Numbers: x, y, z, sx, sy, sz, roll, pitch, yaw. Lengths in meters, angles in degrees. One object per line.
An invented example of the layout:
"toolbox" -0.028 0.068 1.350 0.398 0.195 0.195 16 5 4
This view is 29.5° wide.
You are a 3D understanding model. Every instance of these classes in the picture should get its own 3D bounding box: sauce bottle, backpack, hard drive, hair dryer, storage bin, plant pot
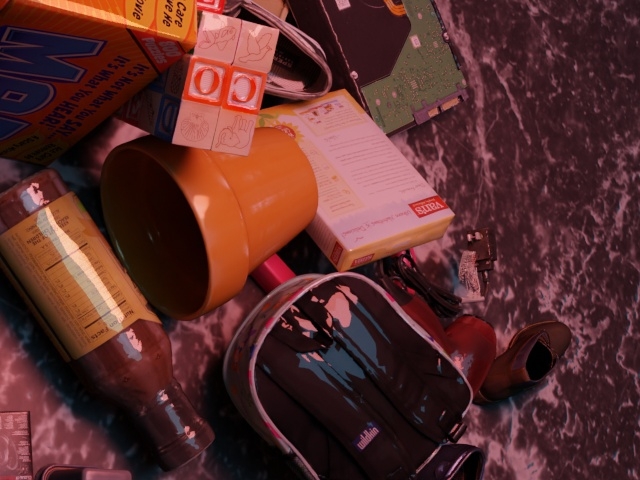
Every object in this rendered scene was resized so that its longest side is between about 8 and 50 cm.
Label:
"sauce bottle" -0.236 0.090 1.301 0.111 0.111 0.344 -38 100 -39
"backpack" 0.017 0.161 1.392 0.225 0.191 0.253 -48 111 -17
"hard drive" 0.064 -0.313 1.660 0.237 0.064 0.339 -30 99 -44
"hair dryer" 0.141 0.122 1.568 0.223 0.080 0.294 -2 88 -39
"storage bin" -0.232 0.293 1.243 0.098 0.091 0.135 11 69 -33
"plant pot" -0.112 -0.039 1.364 0.188 0.205 0.205 -25 90 -35

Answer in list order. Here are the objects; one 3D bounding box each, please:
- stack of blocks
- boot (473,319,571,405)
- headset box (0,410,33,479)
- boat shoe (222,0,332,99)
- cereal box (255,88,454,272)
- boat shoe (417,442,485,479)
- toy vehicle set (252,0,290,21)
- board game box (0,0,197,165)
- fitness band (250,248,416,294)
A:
"stack of blocks" -0.158 -0.202 1.262 0.087 0.297 0.171 8 101 -33
"boot" 0.305 0.162 1.673 0.219 0.106 0.082 -28 92 -39
"headset box" -0.327 0.217 1.235 0.062 0.032 0.083 3 73 -35
"boat shoe" -0.127 -0.263 1.461 0.335 0.119 0.121 18 99 -23
"cereal box" 0.027 -0.078 1.485 0.173 0.047 0.240 -17 57 -35
"boat shoe" 0.138 0.362 1.492 0.109 0.089 0.258 28 60 -26
"toy vehicle set" -0.105 -0.374 1.602 0.166 0.035 0.267 32 58 -24
"board game box" -0.361 -0.320 1.187 0.356 0.356 0.357 9 70 -34
"fitness band" 0.000 0.000 1.544 0.291 0.054 0.209 46 56 -13
